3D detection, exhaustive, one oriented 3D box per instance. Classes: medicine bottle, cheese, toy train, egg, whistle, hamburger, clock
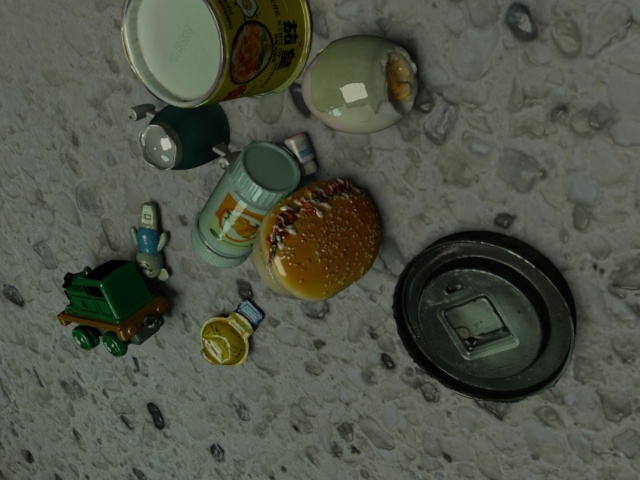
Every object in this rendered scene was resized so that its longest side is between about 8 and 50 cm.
[{"bbox_3d":[-0.042,-0.188,1.405,0.052,0.052,0.089,-12,108,35],"label":"medicine bottle"},{"bbox_3d":[-0.243,0.257,1.754,0.156,0.064,0.250,45,119,2],"label":"cheese"},{"bbox_3d":[-0.608,0.178,1.826,0.429,0.178,0.249,3,121,40],"label":"toy train"},{"bbox_3d":[0.063,-0.291,1.210,0.217,0.183,0.183,5,117,41],"label":"egg"},{"bbox_3d":[-0.471,0.009,1.756,0.113,0.077,0.236,11,118,8],"label":"whistle"},{"bbox_3d":[0.000,0.000,1.330,0.151,0.295,0.227,-28,94,49],"label":"hamburger"},{"bbox_3d":[-0.172,-0.077,1.447,0.158,0.158,0.318,45,138,3],"label":"medicine bottle"},{"bbox_3d":[0.338,0.161,1.344,0.386,0.076,0.386,14,120,25],"label":"clock"}]

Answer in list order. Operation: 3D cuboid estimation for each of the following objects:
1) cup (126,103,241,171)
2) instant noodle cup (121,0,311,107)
[{"bbox_3d":[-0.322,-0.236,1.473,0.299,0.173,0.168,28,127,15],"label":"cup"},{"bbox_3d":[-0.217,-0.412,1.267,0.325,0.254,0.326,15,121,25],"label":"instant noodle cup"}]
